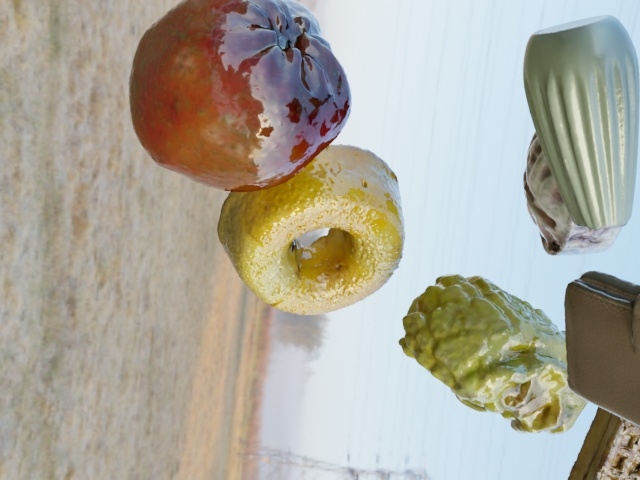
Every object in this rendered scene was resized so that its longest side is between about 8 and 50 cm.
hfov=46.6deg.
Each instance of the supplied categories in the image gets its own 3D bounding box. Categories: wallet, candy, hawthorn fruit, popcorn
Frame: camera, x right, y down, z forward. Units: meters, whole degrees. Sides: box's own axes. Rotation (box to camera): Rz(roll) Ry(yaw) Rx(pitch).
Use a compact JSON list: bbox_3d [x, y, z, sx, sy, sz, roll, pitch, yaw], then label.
[{"bbox_3d":[0.240,0.089,0.518,0.152,0.038,0.118,29,-42,50],"label":"wallet"},{"bbox_3d":[0.425,-0.095,1.249,0.289,0.157,0.214,81,4,-56],"label":"candy"},{"bbox_3d":[-0.114,-0.166,0.915,0.300,0.254,0.254,-37,-136,49],"label":"hawthorn fruit"},{"bbox_3d":[0.247,0.162,1.031,0.174,0.286,0.225,-56,169,7],"label":"popcorn"}]

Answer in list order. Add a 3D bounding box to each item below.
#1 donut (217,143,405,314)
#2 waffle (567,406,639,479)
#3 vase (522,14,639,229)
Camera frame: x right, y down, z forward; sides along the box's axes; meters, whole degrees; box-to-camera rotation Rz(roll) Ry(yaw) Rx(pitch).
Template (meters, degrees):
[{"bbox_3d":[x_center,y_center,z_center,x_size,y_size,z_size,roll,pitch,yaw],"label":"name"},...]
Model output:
[{"bbox_3d":[0.000,0.000,1.101,0.303,0.302,0.110,100,-23,-46],"label":"donut"},{"bbox_3d":[0.645,0.430,1.504,0.091,0.212,0.308,-135,-113,-75],"label":"waffle"},{"bbox_3d":[0.319,-0.134,0.887,0.128,0.128,0.248,-106,-179,-74],"label":"vase"}]
